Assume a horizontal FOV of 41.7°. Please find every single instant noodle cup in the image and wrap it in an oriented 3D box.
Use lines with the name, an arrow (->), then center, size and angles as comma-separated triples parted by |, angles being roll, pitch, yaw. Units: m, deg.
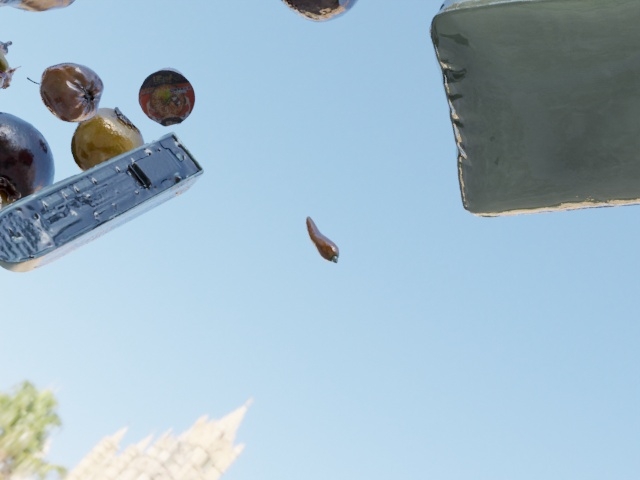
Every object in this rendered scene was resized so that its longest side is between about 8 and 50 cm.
instant noodle cup -> -0.344, -0.337, 1.902 | 0.127, 0.127, 0.136 | 61, 4, -23

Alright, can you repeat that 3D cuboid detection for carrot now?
carrot -> 0.000, 0.000, 1.511 | 0.142, 0.035, 0.035 | 52, -19, 50

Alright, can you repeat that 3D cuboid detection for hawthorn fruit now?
hawthorn fruit -> -0.282, -0.161, 0.910 | 0.103, 0.067, 0.067 | 10, -47, 34

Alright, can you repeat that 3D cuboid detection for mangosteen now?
mangosteen -> -0.625, -0.117, 1.611 | 0.261, 0.235, 0.236 | -122, -161, -45

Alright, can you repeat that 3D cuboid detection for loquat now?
loquat -> -0.389, -0.172, 1.536 | 0.141, 0.141, 0.141 | 26, -39, 23

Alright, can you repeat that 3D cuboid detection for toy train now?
toy train -> -0.327, -0.047, 1.192 | 0.088, 0.407, 0.086 | -39, -91, 37

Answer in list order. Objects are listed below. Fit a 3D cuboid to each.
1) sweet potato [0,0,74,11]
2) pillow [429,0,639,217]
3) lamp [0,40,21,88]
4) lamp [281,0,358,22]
sweet potato -> -0.443, -0.374, 1.212 | 0.097, 0.292, 0.098 | 5, -70, 15
pillow -> 0.287, -0.144, 0.856 | 0.322, 0.120, 0.256 | -3, -56, 23
lamp -> -0.712, -0.364, 1.776 | 0.118, 0.253, 0.118 | 2, -74, 8
lamp -> -0.016, -0.365, 1.126 | 0.135, 0.156, 0.157 | -26, -96, 41
